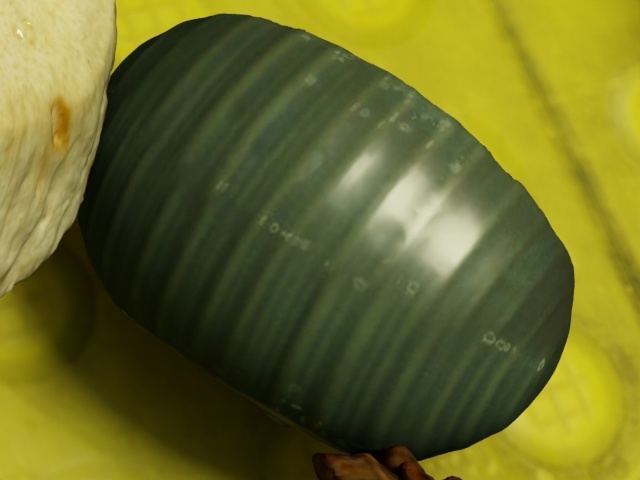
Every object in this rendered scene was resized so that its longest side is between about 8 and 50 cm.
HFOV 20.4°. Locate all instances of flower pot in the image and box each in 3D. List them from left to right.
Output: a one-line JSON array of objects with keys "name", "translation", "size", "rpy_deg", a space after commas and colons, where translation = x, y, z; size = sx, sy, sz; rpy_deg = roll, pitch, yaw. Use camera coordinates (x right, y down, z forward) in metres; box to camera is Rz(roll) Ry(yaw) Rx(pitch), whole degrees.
[{"name": "flower pot", "translation": [0.000, 0.000, 0.813], "size": [0.243, 0.189, 0.157], "rpy_deg": [31, 88, 13]}]

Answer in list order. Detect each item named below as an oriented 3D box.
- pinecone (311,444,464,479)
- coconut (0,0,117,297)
[{"name": "pinecone", "translation": [0.074, 0.239, 0.697], "size": [0.298, 0.242, 0.295], "rpy_deg": [27, 66, -20]}, {"name": "coconut", "translation": [-0.254, -0.071, 0.713], "size": [0.329, 0.329, 0.328], "rpy_deg": [8, 63, -16]}]
